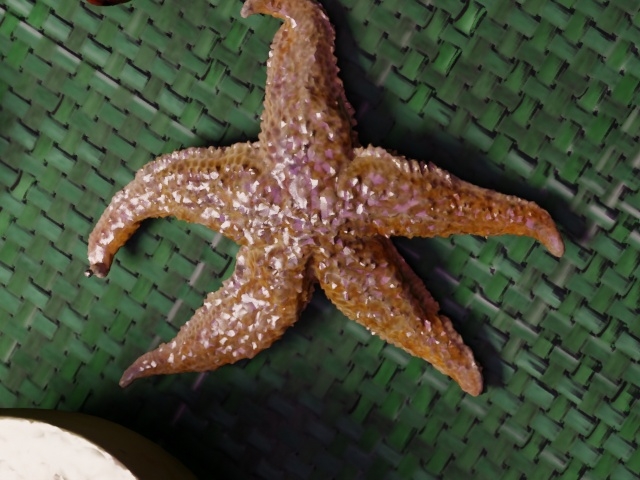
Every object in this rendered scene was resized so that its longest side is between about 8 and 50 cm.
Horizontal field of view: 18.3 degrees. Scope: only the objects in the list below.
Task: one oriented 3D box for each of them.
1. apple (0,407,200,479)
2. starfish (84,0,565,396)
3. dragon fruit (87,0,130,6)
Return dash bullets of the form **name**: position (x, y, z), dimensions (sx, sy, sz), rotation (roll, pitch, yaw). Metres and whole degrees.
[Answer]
- **apple**: position (-0.212, 0.296, 1.301), dimensions (0.360, 0.320, 0.311), rotation (-17, 136, 22)
- **starfish**: position (-0.001, 0.001, 1.300), dimensions (0.302, 0.060, 0.299), rotation (22, 103, 8)
- **dragon fruit**: position (-0.159, -0.252, 1.224), dimensions (0.193, 0.192, 0.274), rotation (-36, 49, -17)
